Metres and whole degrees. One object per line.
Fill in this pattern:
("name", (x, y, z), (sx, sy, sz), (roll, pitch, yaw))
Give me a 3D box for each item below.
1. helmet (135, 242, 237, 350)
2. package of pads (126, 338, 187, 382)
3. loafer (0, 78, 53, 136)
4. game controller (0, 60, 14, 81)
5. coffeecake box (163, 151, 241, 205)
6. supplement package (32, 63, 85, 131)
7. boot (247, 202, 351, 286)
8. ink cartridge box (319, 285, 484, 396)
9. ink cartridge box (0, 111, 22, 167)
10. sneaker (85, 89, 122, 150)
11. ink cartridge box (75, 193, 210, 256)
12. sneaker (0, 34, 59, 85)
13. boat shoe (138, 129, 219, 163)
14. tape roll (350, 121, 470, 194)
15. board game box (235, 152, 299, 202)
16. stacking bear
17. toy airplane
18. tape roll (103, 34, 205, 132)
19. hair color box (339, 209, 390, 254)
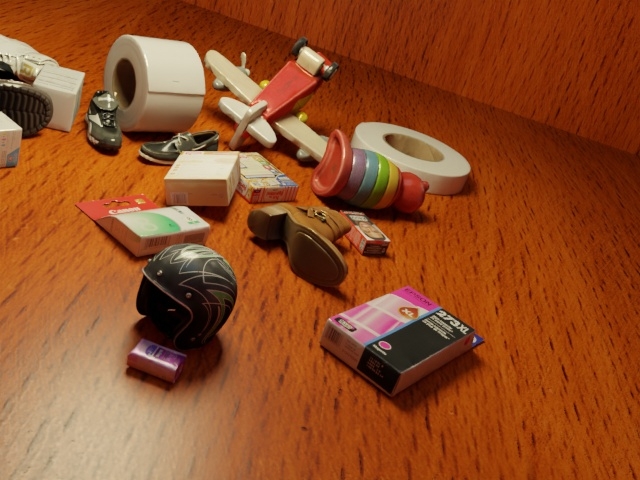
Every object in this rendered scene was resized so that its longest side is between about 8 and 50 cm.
("helmet", (-0.221, 0.084, 1.309), (0.169, 0.162, 0.169), (15, 25, -8))
("package of pads", (-0.257, 0.189, 1.227), (0.083, 0.032, 0.050), (21, 28, 3))
("loafer", (-0.791, -0.321, 1.753), (0.365, 0.134, 0.130), (0, 32, -35))
("game controller", (-0.918, -0.430, 1.911), (0.319, 0.067, 0.166), (8, 3, -21))
("coffeecake box", (-0.268, -0.146, 1.803), (0.142, 0.068, 0.185), (0, 26, 4))
("supplement package", (-0.661, -0.360, 1.958), (0.105, 0.105, 0.179), (12, 27, -15))
("boot", (0.000, 0.000, 1.729), (0.283, 0.109, 0.220), (27, 21, 33))
("ink cartridge box", (0.177, 0.178, 1.524), (0.175, 0.069, 0.371), (34, 26, 28))
("ink cartridge box", (-0.715, -0.206, 1.628), (0.090, 0.092, 0.143), (35, 31, 28))
("sneaker", (-0.536, -0.306, 1.935), (0.078, 0.106, 0.234), (4, 29, -27))
("ink cartridge box", (-0.367, -0.053, 1.613), (0.224, 0.056, 0.181), (37, 30, 29))
("sneaker", (-0.823, -0.481, 2.058), (0.169, 0.108, 0.292), (28, 18, 20))
("boat shoe", (-0.355, -0.241, 1.969), (0.233, 0.079, 0.084), (-11, 40, -44))
("tape roll", (0.282, -0.265, 2.470), (0.392, 0.072, 0.392), (16, 26, -8))
("board game box", (-0.169, -0.163, 1.976), (0.146, 0.045, 0.193), (-5, 35, -41))
("stacking bear", (0.147, -0.153, 2.065), (0.289, 0.175, 0.164), (16, 22, -24))
("toy airplane", (-0.134, -0.373, 2.235), (0.384, 0.272, 0.386), (-1, 67, -17))
("tape roll", (-0.439, -0.406, 2.043), (0.169, 0.246, 0.246), (-5, 34, -41))
("hair color box", (0.101, -0.019, 1.881), (0.072, 0.043, 0.141), (3, 31, -33))
